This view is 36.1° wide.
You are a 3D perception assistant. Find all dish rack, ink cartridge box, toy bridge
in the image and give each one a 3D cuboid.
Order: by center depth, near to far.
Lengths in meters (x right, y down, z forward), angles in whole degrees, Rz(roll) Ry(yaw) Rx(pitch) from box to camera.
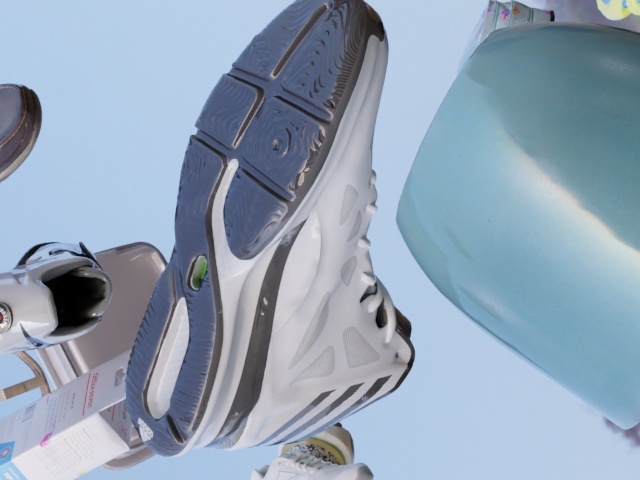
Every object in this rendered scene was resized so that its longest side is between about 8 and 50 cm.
[{"bbox_3d":[-0.264,0.202,1.068,0.061,0.181,0.104,58,-173,-25],"label":"ink cartridge box"},{"bbox_3d":[-0.384,0.189,1.265,0.063,0.026,0.188,-19,-92,-41],"label":"toy bridge"},{"bbox_3d":[-0.284,0.155,1.503,0.285,0.072,0.333,-19,-105,-48],"label":"dish rack"}]

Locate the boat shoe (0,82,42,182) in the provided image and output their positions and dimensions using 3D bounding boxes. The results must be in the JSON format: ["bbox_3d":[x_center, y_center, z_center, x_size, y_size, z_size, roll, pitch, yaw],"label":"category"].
[{"bbox_3d":[-0.531,-0.111,1.276,0.132,0.355,0.130,70,-169,21],"label":"boat shoe"}]

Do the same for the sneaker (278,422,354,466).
[{"bbox_3d":[-0.025,0.506,1.682,0.182,0.158,0.410,-62,-29,-58],"label":"sneaker"}]

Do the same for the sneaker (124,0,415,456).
[{"bbox_3d":[-0.001,0.000,0.946,0.257,0.447,0.169,11,-162,-43],"label":"sneaker"}]

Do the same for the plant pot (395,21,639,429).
[{"bbox_3d":[0.203,-0.038,0.781,0.235,0.293,0.293,29,-158,13],"label":"plant pot"}]

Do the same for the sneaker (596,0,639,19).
[{"bbox_3d":[0.519,-0.426,1.562,0.126,0.240,0.091,48,-116,-21],"label":"sneaker"}]

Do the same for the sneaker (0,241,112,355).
[{"bbox_3d":[-0.301,0.067,1.166,0.330,0.146,0.122,-55,-44,-77],"label":"sneaker"}]

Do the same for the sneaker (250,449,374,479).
[{"bbox_3d":[-0.016,0.218,0.889,0.054,0.152,0.061,1,-113,-46],"label":"sneaker"}]

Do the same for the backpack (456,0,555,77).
[{"bbox_3d":[0.248,-0.241,1.336,0.115,0.182,0.152,10,-117,-4],"label":"backpack"}]
